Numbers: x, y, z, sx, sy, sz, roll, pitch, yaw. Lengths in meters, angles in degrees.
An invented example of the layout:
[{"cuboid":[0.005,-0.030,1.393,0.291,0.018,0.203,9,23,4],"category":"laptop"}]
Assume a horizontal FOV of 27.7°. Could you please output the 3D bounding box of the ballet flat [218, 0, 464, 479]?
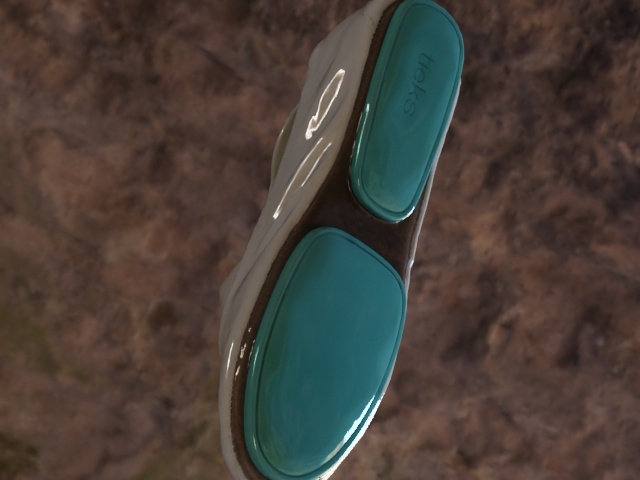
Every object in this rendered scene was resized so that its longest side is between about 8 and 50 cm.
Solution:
[{"cuboid":[0.000,0.000,0.944,0.139,0.400,0.139,16,-23,7],"category":"ballet flat"}]
